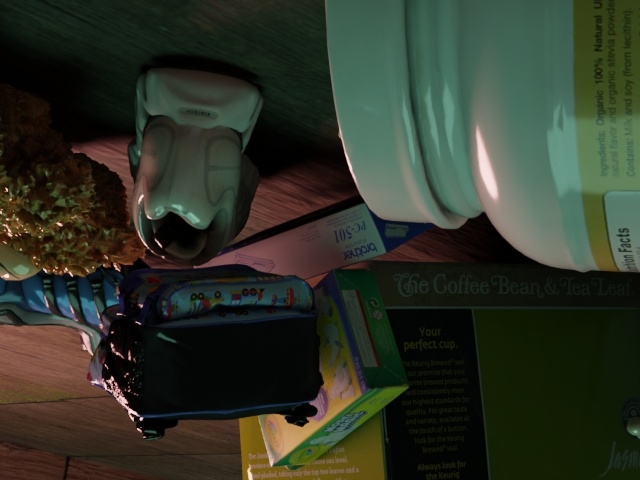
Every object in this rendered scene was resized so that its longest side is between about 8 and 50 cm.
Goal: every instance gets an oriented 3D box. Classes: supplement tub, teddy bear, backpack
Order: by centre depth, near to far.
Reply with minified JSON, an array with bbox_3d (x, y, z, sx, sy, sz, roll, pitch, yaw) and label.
[{"bbox_3d":[0.179,-0.098,0.537,0.316,0.228,0.228,2,162,18],"label":"supplement tub"},{"bbox_3d":[-0.262,-0.057,1.021,0.245,0.113,0.338,17,165,10],"label":"teddy bear"},{"bbox_3d":[-0.098,0.078,1.070,0.158,0.116,0.173,-2,-175,-27],"label":"backpack"}]

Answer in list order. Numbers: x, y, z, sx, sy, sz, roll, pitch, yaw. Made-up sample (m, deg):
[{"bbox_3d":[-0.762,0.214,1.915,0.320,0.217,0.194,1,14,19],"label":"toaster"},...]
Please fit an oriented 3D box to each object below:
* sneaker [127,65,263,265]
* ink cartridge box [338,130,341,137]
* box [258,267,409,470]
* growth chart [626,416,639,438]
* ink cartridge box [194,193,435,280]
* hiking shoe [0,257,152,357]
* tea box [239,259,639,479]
[{"bbox_3d":[-0.104,-0.032,1.076,0.110,0.118,0.292,6,165,-1],"label":"sneaker"},{"bbox_3d":[0.132,-0.058,0.910,0.171,0.056,0.235,24,-167,19],"label":"ink cartridge box"},{"bbox_3d":[-0.006,0.107,1.105,0.043,0.105,0.179,0,150,-32],"label":"box"},{"bbox_3d":[0.371,0.107,1.214,0.021,0.237,0.172,42,178,36],"label":"growth chart"},{"bbox_3d":[0.000,0.000,1.135,0.207,0.046,0.097,-20,-174,44],"label":"ink cartridge box"},{"bbox_3d":[-0.255,0.030,1.419,0.304,0.113,0.132,27,125,-33],"label":"hiking shoe"},{"bbox_3d":[0.121,0.189,1.245,0.329,0.323,0.220,3,169,-36],"label":"tea box"}]
